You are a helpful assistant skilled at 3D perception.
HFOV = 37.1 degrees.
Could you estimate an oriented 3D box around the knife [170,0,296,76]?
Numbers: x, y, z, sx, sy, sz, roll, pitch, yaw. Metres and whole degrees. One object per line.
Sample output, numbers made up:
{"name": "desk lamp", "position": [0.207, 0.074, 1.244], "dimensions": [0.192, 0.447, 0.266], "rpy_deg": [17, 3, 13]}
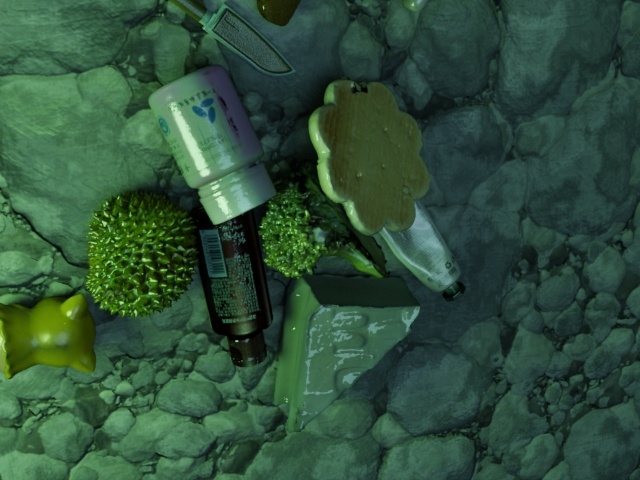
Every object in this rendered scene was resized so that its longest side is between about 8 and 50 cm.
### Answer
{"name": "knife", "position": [-0.178, -0.391, 1.695], "dimensions": [0.343, 0.027, 0.061], "rpy_deg": [35, 91, -26]}

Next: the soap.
{"name": "soap", "position": [0.055, 0.224, 1.930], "dimensions": [0.258, 0.159, 0.302], "rpy_deg": [2, 110, -22]}

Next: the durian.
{"name": "durian", "position": [-0.321, 0.028, 1.722], "dimensions": [0.200, 0.177, 0.236], "rpy_deg": [10, 95, -41]}

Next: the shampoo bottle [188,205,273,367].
{"name": "shampoo bottle", "position": [-0.164, 0.087, 1.838], "dimensions": [0.129, 0.084, 0.322], "rpy_deg": [-10, 112, 2]}

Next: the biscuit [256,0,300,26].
{"name": "biscuit", "position": [-0.044, -0.539, 1.657], "dimensions": [0.301, 0.043, 0.278], "rpy_deg": [-35, 126, -12]}

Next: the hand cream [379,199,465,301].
{"name": "hand cream", "position": [0.188, -0.013, 1.945], "dimensions": [0.121, 0.076, 0.336], "rpy_deg": [-40, 110, -8]}

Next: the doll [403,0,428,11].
{"name": "doll", "position": [0.205, -0.508, 1.769], "dimensions": [0.160, 0.059, 0.161], "rpy_deg": [-40, 116, -1]}

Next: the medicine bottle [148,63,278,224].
{"name": "medicine bottle", "position": [-0.185, -0.167, 1.671], "dimensions": [0.152, 0.152, 0.254], "rpy_deg": [-25, 96, -9]}

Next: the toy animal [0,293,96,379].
{"name": "toy animal", "position": [-0.522, 0.173, 1.718], "dimensions": [0.230, 0.156, 0.156], "rpy_deg": [-7, 111, -13]}

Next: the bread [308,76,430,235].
{"name": "bread", "position": [0.093, -0.158, 1.783], "dimensions": [0.316, 0.054, 0.315], "rpy_deg": [13, 71, -44]}

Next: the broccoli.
{"name": "broccoli", "position": [-0.018, -0.001, 1.796], "dimensions": [0.180, 0.242, 0.273], "rpy_deg": [-32, 111, 18]}
